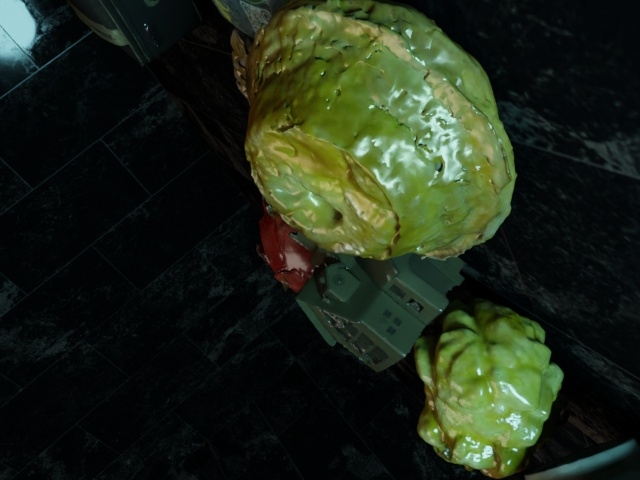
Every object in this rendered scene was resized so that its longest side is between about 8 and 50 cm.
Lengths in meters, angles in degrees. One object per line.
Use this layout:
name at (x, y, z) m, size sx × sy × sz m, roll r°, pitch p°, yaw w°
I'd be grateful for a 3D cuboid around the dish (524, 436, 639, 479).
dish at (0.345, 0.326, 0.701) m, size 0.303 × 0.303 × 0.120 m, roll 69°, pitch -179°, yaw -66°

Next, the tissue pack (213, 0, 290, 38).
tissue pack at (-0.094, -0.330, 0.586) m, size 0.185 × 0.081 × 0.257 m, roll 41°, pitch 168°, yaw 38°

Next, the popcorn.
popcorn at (0.247, 0.219, 0.833) m, size 0.286 × 0.215 × 0.252 m, roll 52°, pitch -144°, yaw -48°

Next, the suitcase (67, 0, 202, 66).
suitcase at (-0.367, -0.494, 0.894) m, size 0.283 × 0.194 × 0.434 m, roll 45°, pitch 172°, yaw 26°

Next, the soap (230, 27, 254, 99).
soap at (-0.006, -0.174, 0.793) m, size 0.274 × 0.089 × 0.173 m, roll 48°, pitch 170°, yaw 4°

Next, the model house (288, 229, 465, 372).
model house at (0.066, 0.034, 0.845) m, size 0.243 × 0.211 × 0.204 m, roll 38°, pitch 150°, yaw 4°

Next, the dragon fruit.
dragon fruit at (0.009, 0.002, 1.050) m, size 0.241 × 0.241 × 0.252 m, roll 71°, pitch 173°, yaw -68°

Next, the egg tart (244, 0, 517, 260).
egg tart at (0.034, -0.082, 0.582) m, size 0.341 × 0.129 × 0.341 m, roll 28°, pitch 150°, yaw 18°
